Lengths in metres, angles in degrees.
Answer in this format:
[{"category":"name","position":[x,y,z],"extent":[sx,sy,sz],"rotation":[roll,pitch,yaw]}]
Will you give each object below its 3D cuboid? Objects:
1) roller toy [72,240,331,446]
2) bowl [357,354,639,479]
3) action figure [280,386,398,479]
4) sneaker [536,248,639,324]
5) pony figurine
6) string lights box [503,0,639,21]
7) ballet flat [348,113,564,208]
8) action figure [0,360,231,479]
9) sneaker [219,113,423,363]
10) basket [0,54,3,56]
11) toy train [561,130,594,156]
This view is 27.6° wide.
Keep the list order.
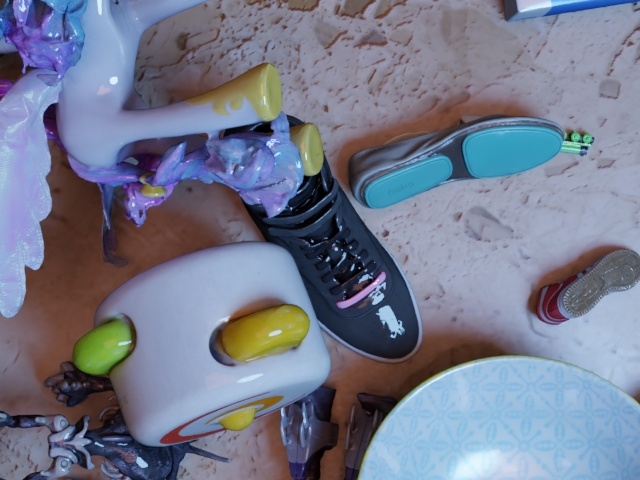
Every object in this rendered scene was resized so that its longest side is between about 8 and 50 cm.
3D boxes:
[{"category":"roller toy","position":[-0.092,0.098,1.158],"extent":[0.209,0.191,0.146],"rotation":[-25,76,14]},{"category":"bowl","position":[0.180,0.264,1.173],"extent":[0.289,0.156,0.289],"rotation":[-3,62,7]},{"category":"action figure","position":[-0.001,0.284,1.250],"extent":[0.185,0.099,0.285],"rotation":[5,82,17]},{"category":"sneaker","position":[0.263,0.047,1.290],"extent":[0.118,0.067,0.042],"rotation":[-27,89,-30]},{"category":"pony figurine","position":[-0.189,-0.111,1.095],"extent":[0.363,0.303,0.351],"rotation":[-1,106,19]},{"category":"string lights box","position":[0.303,-0.300,1.262],"extent":[0.260,0.077,0.133],"rotation":[-8,91,-1]},{"category":"ballet flat","position":[0.128,-0.091,1.269],"extent":[0.213,0.068,0.072],"rotation":[-17,134,0]},{"category":"action figure","position":[-0.232,0.192,1.237],"extent":[0.276,0.141,0.164],"rotation":[3,82,-27]},{"category":"sneaker","position":[-0.001,0.000,1.228],"extent":[0.104,0.147,0.295],"rotation":[-35,92,-1]},{"category":"basket","position":[-0.290,-0.279,1.219],"extent":[0.227,0.154,0.204],"rotation":[-46,65,5]},{"category":"toy train","position":[0.231,-0.100,1.294],"extent":[0.083,0.017,0.023],"rotation":[8,100,-1]}]
